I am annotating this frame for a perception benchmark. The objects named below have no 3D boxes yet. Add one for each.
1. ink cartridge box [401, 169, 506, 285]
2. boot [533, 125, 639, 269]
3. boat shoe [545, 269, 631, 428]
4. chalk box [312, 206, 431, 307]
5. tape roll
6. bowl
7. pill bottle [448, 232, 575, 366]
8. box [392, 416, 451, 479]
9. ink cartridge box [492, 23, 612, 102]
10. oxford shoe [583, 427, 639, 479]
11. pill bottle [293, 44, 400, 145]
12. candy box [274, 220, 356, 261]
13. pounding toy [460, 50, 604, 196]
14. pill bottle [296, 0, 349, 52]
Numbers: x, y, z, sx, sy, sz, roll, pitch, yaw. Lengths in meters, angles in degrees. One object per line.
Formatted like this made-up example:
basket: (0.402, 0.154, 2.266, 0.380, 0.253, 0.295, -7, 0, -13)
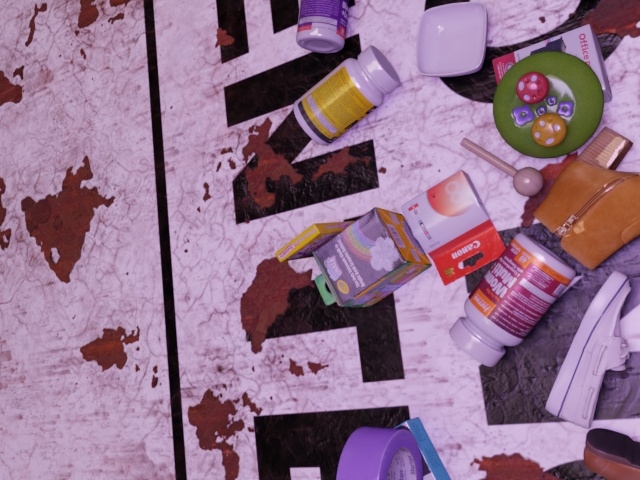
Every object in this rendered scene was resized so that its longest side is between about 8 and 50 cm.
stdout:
ink cartridge box: (0.253, -0.023, 1.260, 0.145, 0.045, 0.179, -32, 66, 26)
boot: (0.517, -0.031, 1.074, 0.295, 0.104, 0.211, 42, 112, 32)
boat shoe: (0.461, 0.184, 1.077, 0.088, 0.096, 0.267, 26, 99, 27)
chalk box: (0.085, 0.050, 1.305, 0.213, 0.132, 0.132, -36, 68, 24)
tape roll: (0.107, 0.423, 1.139, 0.080, 0.189, 0.189, -6, 81, 32)
bowl: (0.263, -0.388, 1.289, 0.142, 0.053, 0.142, 4, 86, 31)
pill bottle: (0.331, 0.107, 1.149, 0.121, 0.121, 0.221, 42, 106, 28)
box: (0.192, 0.468, 1.229, 0.100, 0.060, 0.244, -37, 67, 23)
ink cartridge box: (0.414, -0.289, 1.172, 0.175, 0.072, 0.127, -16, 76, 30)
oxford shoe: (0.528, 0.372, 1.039, 0.212, 0.076, 0.076, 18, 124, 30)
pill bottle: (0.055, -0.303, 1.370, 0.208, 0.119, 0.119, -35, 68, 24)
candy box: (0.000, 0.000, 1.317, 0.105, 0.206, 0.027, -39, 76, 23)
pounding toy: (0.357, -0.200, 1.100, 0.183, 0.110, 0.237, 39, 118, 11)
pill bottle: (0.009, -0.520, 1.430, 0.108, 0.108, 0.193, 5, 87, 32)
